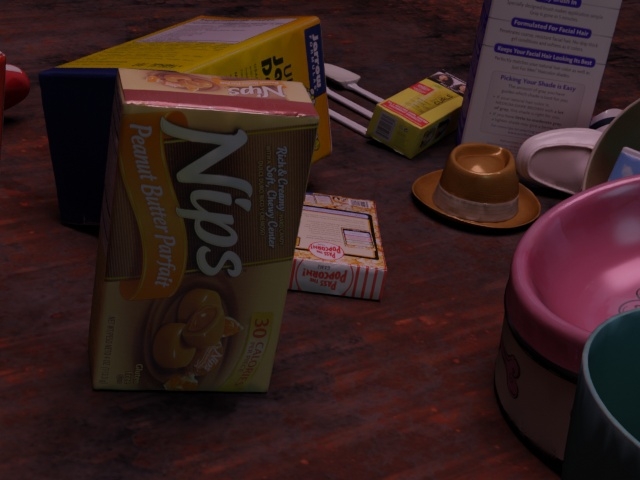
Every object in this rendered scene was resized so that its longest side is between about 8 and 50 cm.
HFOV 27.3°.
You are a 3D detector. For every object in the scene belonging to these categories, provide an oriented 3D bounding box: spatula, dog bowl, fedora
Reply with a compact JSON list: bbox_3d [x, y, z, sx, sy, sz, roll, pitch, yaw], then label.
[{"bbox_3d":[0.038,-0.229,2.115,0.242,0.019,0.168,31,32,35],"label":"spatula"},{"bbox_3d":[0.373,0.070,1.361,0.408,0.150,0.408,-9,30,6],"label":"dog bowl"},{"bbox_3d":[0.223,-0.084,1.832,0.194,0.079,0.194,9,26,-4],"label":"fedora"}]

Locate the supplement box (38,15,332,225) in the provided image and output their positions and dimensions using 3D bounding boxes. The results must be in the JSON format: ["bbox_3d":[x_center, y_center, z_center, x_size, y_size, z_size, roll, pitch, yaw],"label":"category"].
[{"bbox_3d":[-0.157,-0.157,1.669,0.194,0.195,0.356,6,22,29],"label":"supplement box"}]

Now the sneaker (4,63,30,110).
[{"bbox_3d":[-0.469,-0.160,1.754,0.221,0.087,0.128,-23,49,-29],"label":"sneaker"}]

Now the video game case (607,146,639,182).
[{"bbox_3d":[0.425,0.011,1.602,0.212,0.193,0.023,26,5,29],"label":"video game case"}]

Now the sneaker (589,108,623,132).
[{"bbox_3d":[0.506,-0.134,2.043,0.235,0.090,0.094,4,57,-31],"label":"sneaker"}]

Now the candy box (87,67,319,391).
[{"bbox_3d":[-0.121,-0.002,1.287,0.183,0.316,0.087,2,28,-16],"label":"candy box"}]

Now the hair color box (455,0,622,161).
[{"bbox_3d":[0.321,-0.273,1.946,0.185,0.338,0.110,10,27,-1],"label":"hair color box"}]

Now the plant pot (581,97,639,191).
[{"bbox_3d":[0.500,-0.046,1.693,0.284,0.284,0.191,26,5,28],"label":"plant pot"}]

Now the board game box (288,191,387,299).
[{"bbox_3d":[0.000,0.000,1.624,0.147,0.045,0.193,8,26,-6],"label":"board game box"}]

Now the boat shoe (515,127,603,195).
[{"bbox_3d":[0.423,-0.095,1.902,0.277,0.098,0.096,7,26,-9],"label":"boat shoe"}]

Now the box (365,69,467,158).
[{"bbox_3d":[0.164,-0.199,2.046,0.087,0.058,0.232,32,34,19],"label":"box"}]

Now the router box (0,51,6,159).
[{"bbox_3d":[-0.468,-0.109,1.390,0.335,0.301,0.082,31,34,34],"label":"router box"}]

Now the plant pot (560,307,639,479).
[{"bbox_3d":[0.330,0.229,1.083,0.293,0.235,0.293,8,27,-4],"label":"plant pot"}]
